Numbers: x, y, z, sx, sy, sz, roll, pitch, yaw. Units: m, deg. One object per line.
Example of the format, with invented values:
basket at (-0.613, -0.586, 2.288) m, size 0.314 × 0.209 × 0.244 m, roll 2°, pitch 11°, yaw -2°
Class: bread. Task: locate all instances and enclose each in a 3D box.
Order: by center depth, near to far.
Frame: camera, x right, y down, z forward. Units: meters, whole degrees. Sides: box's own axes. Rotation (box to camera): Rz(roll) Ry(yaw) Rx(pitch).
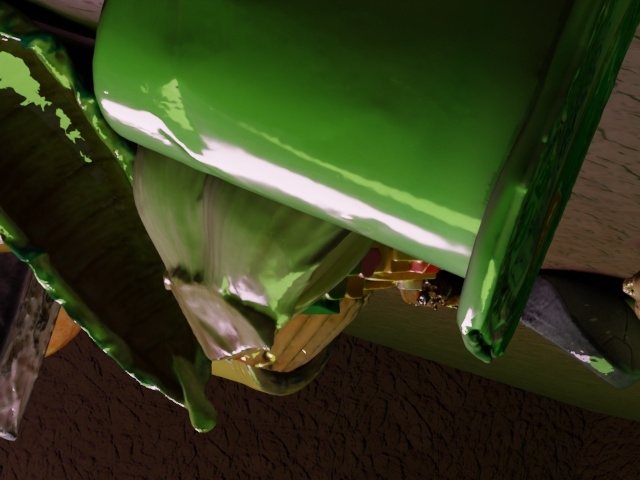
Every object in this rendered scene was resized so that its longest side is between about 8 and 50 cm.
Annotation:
bread at (-0.083, 0.039, 1.682) m, size 0.274 × 0.149 × 0.274 m, roll 14°, pitch -179°, yaw 0°

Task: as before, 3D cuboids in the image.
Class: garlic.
garlic at (-0.024, -0.031, 0.933) m, size 0.143 × 0.178 × 0.229 m, roll 46°, pitch 158°, yaw 7°

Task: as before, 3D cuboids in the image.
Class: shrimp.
shrimp at (0.124, 0.051, 1.771) m, size 0.091 × 0.043 × 0.184 m, roll 8°, pitch 180°, yaw 8°

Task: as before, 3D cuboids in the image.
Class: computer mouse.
computer mouse at (0.232, 0.070, 1.494) m, size 0.113 × 0.068 × 0.229 m, roll 36°, pitch -179°, yaw -14°

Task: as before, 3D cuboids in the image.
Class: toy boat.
toy boat at (-0.145, -0.018, 1.004) m, size 0.293 × 0.108 × 0.099 m, roll 56°, pitch -170°, yaw -18°

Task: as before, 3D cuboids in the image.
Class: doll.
doll at (0.002, 0.001, 1.251) m, size 0.186 × 0.106 × 0.134 m, roll 1°, pitch -177°, yaw -14°

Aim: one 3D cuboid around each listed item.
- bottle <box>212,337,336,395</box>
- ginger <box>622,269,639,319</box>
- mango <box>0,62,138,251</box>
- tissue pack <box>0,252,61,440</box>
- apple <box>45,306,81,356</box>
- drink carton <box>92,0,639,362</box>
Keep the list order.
bottle at (-0.159, 0.073, 2.075) m, size 0.351 × 0.171 × 0.171 m, roll 11°, pitch 173°, yaw 38°
ginger at (0.290, 0.052, 1.223) m, size 0.133 × 0.059 × 0.214 m, roll 22°, pitch 175°, yaw 18°
mango at (-0.194, -0.054, 1.103) m, size 0.289 × 0.129 × 0.146 m, roll 10°, pitch 137°, yaw -9°
tissue pack at (-0.451, 0.014, 1.724) m, size 0.394 × 0.288 × 0.124 m, roll 15°, pitch 173°, yaw 18°
apple at (-0.384, 0.024, 1.987) m, size 0.253 × 0.253 × 0.253 m, roll 16°, pitch 174°, yaw 2°
drink carton at (0.016, -0.058, 0.526) m, size 0.142 × 0.146 × 0.144 m, roll 23°, pitch 175°, yaw 11°
